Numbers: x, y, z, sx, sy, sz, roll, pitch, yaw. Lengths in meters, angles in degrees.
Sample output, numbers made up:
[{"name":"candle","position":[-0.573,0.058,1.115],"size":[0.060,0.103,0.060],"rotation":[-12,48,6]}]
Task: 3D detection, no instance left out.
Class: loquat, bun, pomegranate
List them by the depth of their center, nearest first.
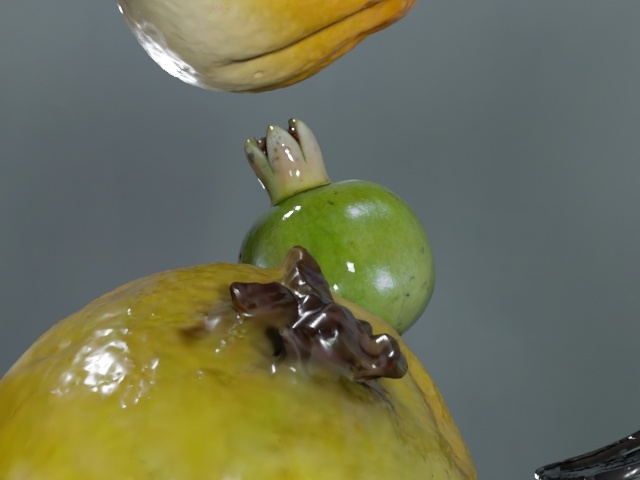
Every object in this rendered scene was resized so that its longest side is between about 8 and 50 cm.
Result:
[{"name":"loquat","position":[-0.042,0.112,0.846],"size":[0.244,0.244,0.243],"rotation":[-177,90,-73]},{"name":"bun","position":[0.003,-0.216,1.232],"size":[0.299,0.165,0.299],"rotation":[-54,-15,-22]},{"name":"pomegranate","position":[0.007,0.005,1.668],"size":[0.179,0.179,0.210],"rotation":[-135,28,-67]}]

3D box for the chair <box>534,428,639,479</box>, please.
[{"name":"chair","position":[0.227,0.065,1.130],"size":[0.106,0.229,0.113],"rotation":[-21,81,64]}]
